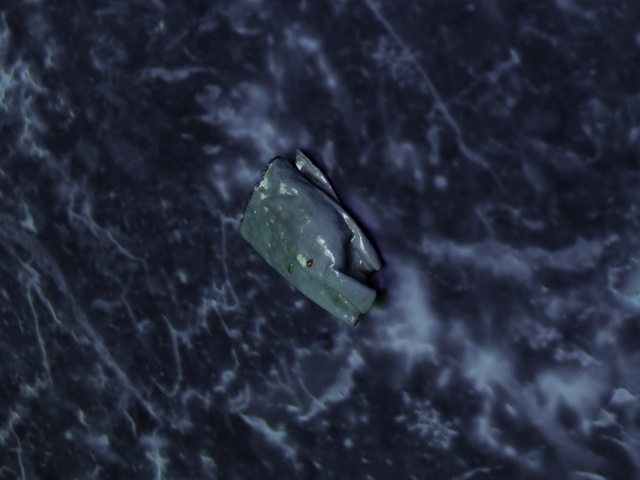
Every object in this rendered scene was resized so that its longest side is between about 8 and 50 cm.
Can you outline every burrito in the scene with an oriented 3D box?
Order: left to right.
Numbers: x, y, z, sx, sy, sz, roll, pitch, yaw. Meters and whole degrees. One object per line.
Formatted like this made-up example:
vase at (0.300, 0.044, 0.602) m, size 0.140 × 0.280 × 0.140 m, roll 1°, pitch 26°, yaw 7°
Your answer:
burrito at (-0.002, 0.002, 1.259) m, size 0.118 × 0.044 × 0.074 m, roll 47°, pitch 122°, yaw 18°
